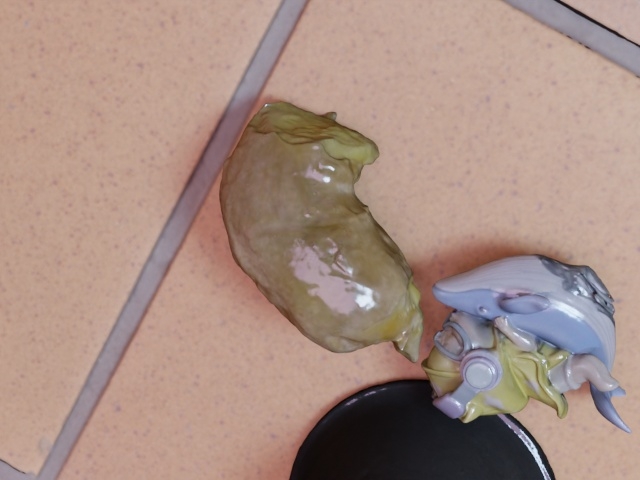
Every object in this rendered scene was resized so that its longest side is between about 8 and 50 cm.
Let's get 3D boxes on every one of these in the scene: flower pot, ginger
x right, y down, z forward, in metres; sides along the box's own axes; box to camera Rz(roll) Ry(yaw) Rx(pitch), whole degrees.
[{"bbox_3d":[0.084,0.276,1.370,0.269,0.166,0.269,2,103,11],"label":"flower pot"},{"bbox_3d":[0.000,0.000,1.350,0.152,0.138,0.267,-23,90,9],"label":"ginger"}]

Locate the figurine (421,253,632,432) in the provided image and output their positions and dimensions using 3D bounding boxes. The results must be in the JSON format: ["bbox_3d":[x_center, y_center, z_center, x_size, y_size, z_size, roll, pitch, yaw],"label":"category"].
[{"bbox_3d":[0.186,0.098,1.338,0.208,0.128,0.184,38,107,-2],"label":"figurine"}]
